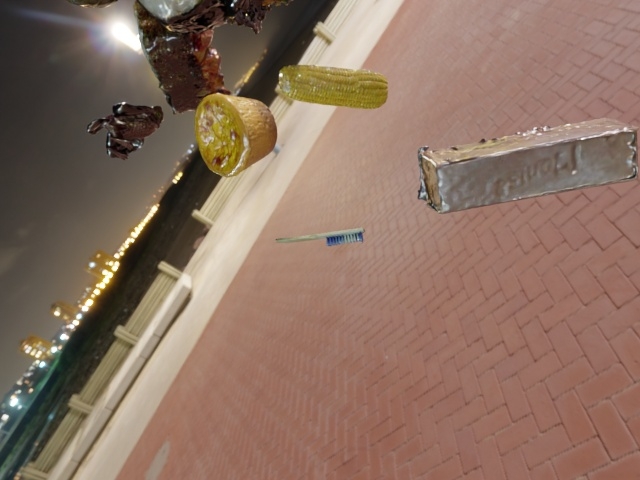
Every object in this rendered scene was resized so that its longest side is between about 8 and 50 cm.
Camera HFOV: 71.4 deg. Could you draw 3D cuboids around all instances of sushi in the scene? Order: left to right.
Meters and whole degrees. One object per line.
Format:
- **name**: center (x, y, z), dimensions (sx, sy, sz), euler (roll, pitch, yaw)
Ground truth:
- **sushi**: center (-0.356, -0.485, 1.144), dimensions (0.181, 0.196, 0.343), euler (-22, -16, -12)
- **sushi**: center (-0.172, -0.499, 0.829), dimensions (0.348, 0.234, 0.207), euler (-25, 2, 5)

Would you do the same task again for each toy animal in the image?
- **toy animal**: center (-0.499, -0.311, 1.167), dimensions (0.218, 0.116, 0.179), euler (-44, 12, 51)

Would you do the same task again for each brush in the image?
- **brush**: center (0.000, -0.001, 0.857), dimensions (0.178, 0.030, 0.033), euler (-7, 1, 15)

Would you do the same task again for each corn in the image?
- **corn**: center (0.028, -0.306, 0.889), dimensions (0.080, 0.231, 0.080), euler (178, 90, -70)

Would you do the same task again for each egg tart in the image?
- **egg tart**: center (-0.201, -0.269, 1.116), dimensions (0.147, 0.203, 0.202), euler (-26, -6, -44)

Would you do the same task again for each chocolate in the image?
- **chocolate**: center (0.318, -0.113, 0.712), dimensions (0.321, 0.112, 0.112), euler (-9, 18, 9)

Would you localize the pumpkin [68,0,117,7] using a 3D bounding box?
- **pumpkin**: center (-0.479, -0.521, 0.834), dimensions (0.119, 0.183, 0.108), euler (-32, 22, 37)
